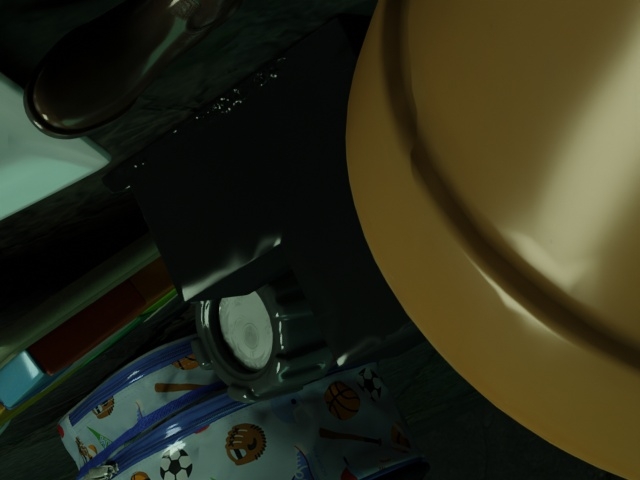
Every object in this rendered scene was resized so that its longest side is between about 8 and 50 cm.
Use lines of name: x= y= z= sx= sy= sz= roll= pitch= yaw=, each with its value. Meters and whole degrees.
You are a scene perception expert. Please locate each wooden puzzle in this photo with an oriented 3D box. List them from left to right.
wooden puzzle: x=-0.142 y=0.054 z=1.013 sx=0.238 sy=0.044 sz=0.221 roll=-30 pitch=175 yaw=-40

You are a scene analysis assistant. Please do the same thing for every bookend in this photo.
bookend: x=0.000 y=0.000 z=0.871 sx=0.156 sy=0.157 sz=0.072 roll=-32 pitch=166 yaw=28

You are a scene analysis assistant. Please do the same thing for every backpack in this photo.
backpack: x=-0.056 y=0.167 z=1.384 sx=0.276 sy=0.213 sz=0.263 roll=-24 pitch=178 yaw=-37

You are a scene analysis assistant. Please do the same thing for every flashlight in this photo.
flashlight: x=0.052 y=0.030 z=1.260 sx=0.304 sy=0.103 sz=0.103 roll=-13 pitch=161 yaw=-41

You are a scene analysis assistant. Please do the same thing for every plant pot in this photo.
plant pot: x=0.163 y=-0.082 z=0.616 sx=0.290 sy=0.291 sz=0.203 roll=-21 pitch=152 yaw=-19

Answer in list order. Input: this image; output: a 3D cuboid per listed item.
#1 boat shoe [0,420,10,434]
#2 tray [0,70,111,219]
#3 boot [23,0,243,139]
boat shoe: x=-0.261 y=0.123 z=1.154 sx=0.142 sy=0.049 sz=0.040 roll=-19 pitch=167 yaw=-19
tray: x=-0.177 y=-0.034 z=0.666 sx=0.145 sy=0.030 sz=0.270 roll=-25 pitch=169 yaw=4
boot: x=-0.050 y=-0.089 z=0.635 sx=0.106 sy=0.037 sz=0.114 roll=-45 pitch=-176 yaw=-32
